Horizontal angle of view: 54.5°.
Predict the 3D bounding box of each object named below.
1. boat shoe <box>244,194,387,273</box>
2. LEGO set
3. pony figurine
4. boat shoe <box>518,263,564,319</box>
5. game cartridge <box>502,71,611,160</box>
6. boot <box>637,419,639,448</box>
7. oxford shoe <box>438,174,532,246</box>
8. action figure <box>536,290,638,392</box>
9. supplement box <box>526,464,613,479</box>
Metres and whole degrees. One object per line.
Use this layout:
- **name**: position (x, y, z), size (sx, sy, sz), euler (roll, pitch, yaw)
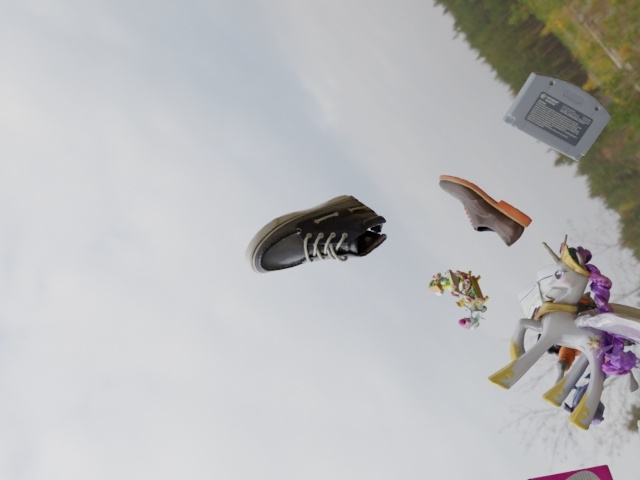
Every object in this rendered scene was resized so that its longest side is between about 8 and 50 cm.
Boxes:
- **boat shoe**: position (0.000, 0.000, 1.452), size (0.158, 0.341, 0.127), euler (31, 141, 44)
- **LEGO set**: position (0.369, 0.131, 1.763), size (0.107, 0.132, 0.287), euler (21, -167, -21)
- **pony figurine**: position (0.585, 0.207, 1.338), size (0.351, 0.363, 0.303), euler (26, -172, 22)
- **boat shoe**: position (0.727, 0.188, 1.951), size (0.367, 0.136, 0.156), euler (105, 161, -65)
- **game cartridge**: position (0.741, -0.393, 1.935), size (0.297, 0.198, 0.062), euler (24, -163, -14)
- **boot**: position (0.960, 0.512, 1.601), size (0.095, 0.259, 0.123), euler (40, -133, -71)
- **oxford shoe**: position (0.397, -0.083, 1.587), size (0.271, 0.098, 0.097), euler (37, -169, 36)
- **action figure**: position (0.774, 0.262, 1.714), size (0.330, 0.342, 0.178), euler (-77, -31, -54)
- **supplement box**: position (0.693, 0.702, 1.706), size (0.114, 0.220, 0.111), euler (62, -164, -53)
